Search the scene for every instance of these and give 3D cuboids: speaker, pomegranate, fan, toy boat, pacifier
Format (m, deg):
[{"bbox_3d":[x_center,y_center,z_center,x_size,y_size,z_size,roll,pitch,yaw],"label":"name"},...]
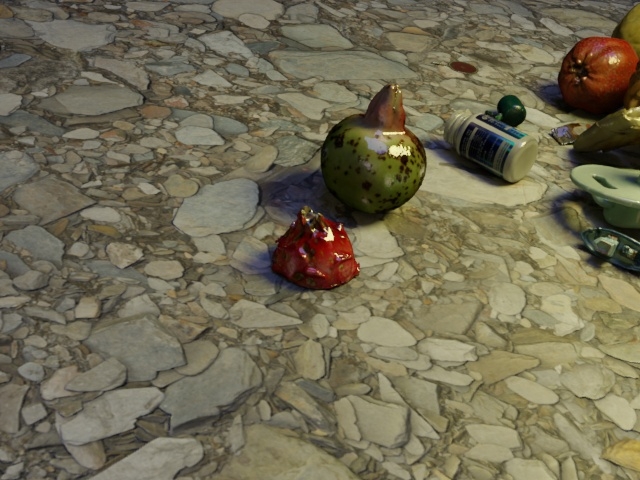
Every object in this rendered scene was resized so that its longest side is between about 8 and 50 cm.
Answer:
[{"bbox_3d":[0.450,-0.309,2.056,0.094,0.060,0.075,-25,33,11],"label":"speaker"},{"bbox_3d":[0.104,-0.179,1.582,0.214,0.248,0.214,9,27,-5],"label":"pomegranate"},{"bbox_3d":[0.372,-0.483,2.332,0.133,0.005,0.085,7,34,-6],"label":"fan"},{"bbox_3d":[0.548,0.014,1.573,0.140,0.059,0.066,29,20,30],"label":"toy boat"},{"bbox_3d":[0.677,-0.154,1.683,0.343,0.269,0.288,7,20,-9],"label":"pacifier"}]

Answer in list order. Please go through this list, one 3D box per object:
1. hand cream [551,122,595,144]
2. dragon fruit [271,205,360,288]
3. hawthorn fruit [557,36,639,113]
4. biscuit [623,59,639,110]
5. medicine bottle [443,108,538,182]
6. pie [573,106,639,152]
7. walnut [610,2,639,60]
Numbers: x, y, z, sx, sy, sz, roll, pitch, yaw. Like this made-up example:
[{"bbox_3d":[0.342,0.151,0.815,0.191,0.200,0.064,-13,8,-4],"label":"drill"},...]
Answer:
[{"bbox_3d":[0.640,-0.257,2.035,0.163,0.039,0.062,-4,52,-17],"label":"hand cream"},{"bbox_3d":[0.000,0.000,1.410,0.153,0.111,0.153,7,37,-5],"label":"dragon fruit"},{"bbox_3d":[0.735,-0.424,2.171,0.253,0.205,0.205,-6,35,-38],"label":"hawthorn fruit"},{"bbox_3d":[0.811,-0.356,1.861,0.107,0.326,0.326,27,25,-28],"label":"biscuit"},{"bbox_3d":[0.364,-0.210,1.823,0.191,0.107,0.107,34,40,32],"label":"medicine bottle"},{"bbox_3d":[0.659,-0.239,1.864,0.128,0.068,0.282,0,-9,-7],"label":"pie"},{"bbox_3d":[0.933,-0.524,2.306,0.277,0.253,0.282,25,26,11],"label":"walnut"}]
